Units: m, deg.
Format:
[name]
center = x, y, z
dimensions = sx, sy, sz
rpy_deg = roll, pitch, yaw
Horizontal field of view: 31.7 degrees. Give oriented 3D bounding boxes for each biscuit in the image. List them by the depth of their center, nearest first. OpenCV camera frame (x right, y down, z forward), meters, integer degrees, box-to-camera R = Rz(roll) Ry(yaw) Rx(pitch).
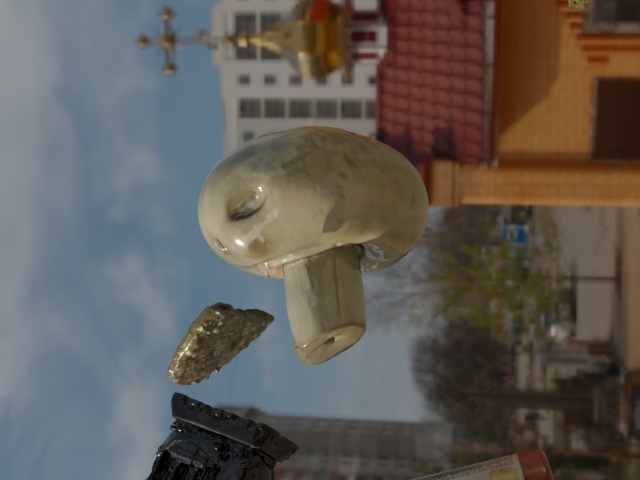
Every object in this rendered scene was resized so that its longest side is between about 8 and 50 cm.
[biscuit]
center = -0.137, 0.137, 1.454
dimensions = 0.133, 0.032, 0.250
rpy_deg = -48, -13, 4

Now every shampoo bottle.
[shampoo bottle]
center = 0.115, 0.304, 1.197
dimensions = 0.104, 0.278, 0.104
rpy_deg = -15, -90, -84

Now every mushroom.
[mushroom]
center = 0.005, -0.031, 1.733
dimensions = 0.353, 0.325, 0.353
rpy_deg = 51, 177, 3

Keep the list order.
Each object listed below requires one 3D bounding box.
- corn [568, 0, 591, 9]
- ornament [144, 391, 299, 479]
[corn]
center = 0.369, -0.462, 1.611
dimensions = 0.097, 0.097, 0.261
rpy_deg = 6, -95, -81
[ornament]
center = -0.184, 0.384, 1.737
dimensions = 0.260, 0.251, 0.106
rpy_deg = -60, -39, -19
